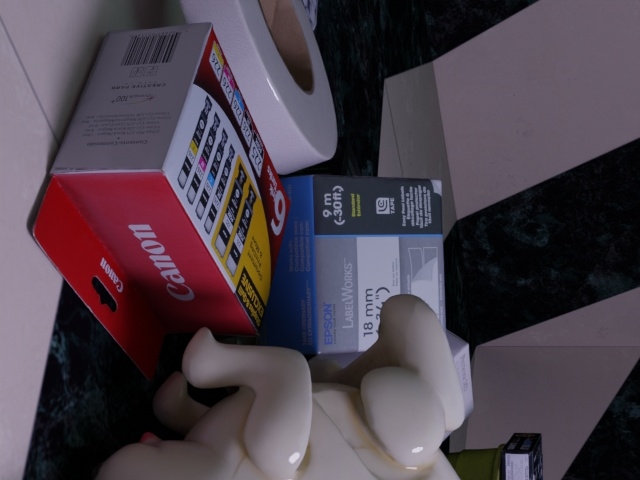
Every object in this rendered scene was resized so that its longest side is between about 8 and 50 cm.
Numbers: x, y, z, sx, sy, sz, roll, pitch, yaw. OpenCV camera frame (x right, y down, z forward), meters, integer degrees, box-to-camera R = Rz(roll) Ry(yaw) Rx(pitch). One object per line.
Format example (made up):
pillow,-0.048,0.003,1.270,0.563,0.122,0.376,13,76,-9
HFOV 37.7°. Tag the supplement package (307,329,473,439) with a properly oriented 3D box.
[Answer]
supplement package,0.077,0.260,1.448,0.293,0.175,0.177,-39,139,-25

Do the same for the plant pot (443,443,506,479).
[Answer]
plant pot,0.128,0.514,1.525,0.366,0.353,0.367,-2,90,-74

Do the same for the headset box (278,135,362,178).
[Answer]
headset box,0.000,0.000,1.540,0.246,0.131,0.283,65,28,-52

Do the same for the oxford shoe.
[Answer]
oxford shoe,-0.130,0.141,1.183,0.096,0.082,0.227,-9,95,-67

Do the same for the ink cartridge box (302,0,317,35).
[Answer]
ink cartridge box,-0.055,-0.352,1.547,0.206,0.045,0.208,39,53,-69

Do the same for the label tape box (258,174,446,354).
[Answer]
label tape box,0.013,0.035,1.292,0.333,0.106,0.241,-1,88,-32

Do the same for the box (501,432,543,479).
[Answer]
box,0.323,0.405,1.488,0.220,0.051,0.175,12,77,-73

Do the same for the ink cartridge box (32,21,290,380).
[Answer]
ink cartridge box,-0.155,-0.028,1.031,0.309,0.130,0.272,67,28,-51

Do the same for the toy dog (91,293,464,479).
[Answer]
toy dog,-0.060,0.284,1.002,0.408,0.284,0.395,-12,78,-36

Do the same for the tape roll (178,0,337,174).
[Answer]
tape roll,-0.081,-0.278,1.234,0.392,0.072,0.392,-18,90,-76
